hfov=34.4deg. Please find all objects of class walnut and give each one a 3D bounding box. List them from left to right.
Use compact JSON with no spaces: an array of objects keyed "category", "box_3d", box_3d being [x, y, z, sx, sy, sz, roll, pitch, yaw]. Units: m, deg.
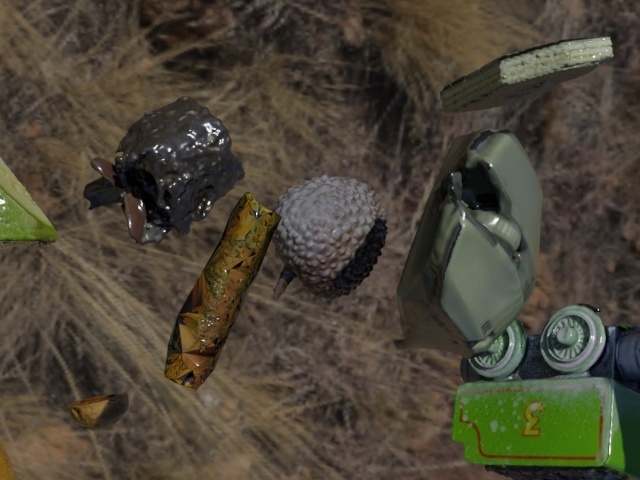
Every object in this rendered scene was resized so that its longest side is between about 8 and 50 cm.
[{"category":"walnut","box_3d":[-0.357,0.280,1.675,0.091,0.121,0.052,-12,90,-40]}]

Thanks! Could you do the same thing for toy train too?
[{"category":"toy train","box_3d":[0.340,0.229,1.491,0.173,0.307,0.249,26,65,-40]}]

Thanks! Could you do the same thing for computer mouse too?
[{"category":"computer mouse","box_3d":[0.183,0.022,1.206,0.429,0.145,0.228,78,35,-72]}]

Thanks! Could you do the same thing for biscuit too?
[{"category":"biscuit","box_3d":[0.294,-0.236,1.498,0.150,0.252,0.052,-11,87,-23]}]

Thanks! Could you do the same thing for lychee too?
[{"category":"lychee","box_3d":[0.000,0.000,1.375,0.197,0.165,0.165,-39,141,-4]}]

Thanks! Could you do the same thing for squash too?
[{"category":"squash","box_3d":[-0.505,-0.129,1.507,0.111,0.203,0.288,20,65,-74]}]

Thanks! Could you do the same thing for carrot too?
[{"category":"carrot","box_3d":[-0.111,0.058,1.170,0.069,0.069,0.228,25,90,-59]}]

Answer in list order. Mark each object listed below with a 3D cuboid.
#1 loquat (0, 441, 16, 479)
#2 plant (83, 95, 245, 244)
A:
[{"category":"loquat","box_3d":[-0.434,0.271,1.016,0.263,0.263,0.263,-28,124,-52]},{"category":"plant","box_3d":[-0.247,-0.109,1.624,0.234,0.204,0.178,-32,132,-17]}]
